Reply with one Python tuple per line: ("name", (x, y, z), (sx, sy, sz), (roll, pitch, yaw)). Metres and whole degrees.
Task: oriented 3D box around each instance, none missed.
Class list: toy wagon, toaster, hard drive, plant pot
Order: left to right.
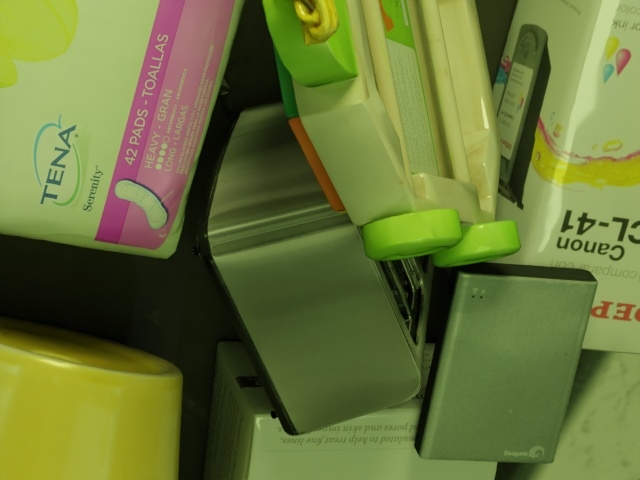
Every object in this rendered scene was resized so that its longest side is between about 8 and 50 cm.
("plant pot", (-0.194, 0.179, 1.165), (0.254, 0.254, 0.239), (13, 93, -21))
("toaster", (0.000, 0.000, 1.165), (0.110, 0.168, 0.185), (-14, 121, 16))
("toy wagon", (0.031, -0.121, 1.049), (0.068, 0.344, 0.267), (-13, 83, 21))
("hard drive", (0.118, 0.080, 1.187), (0.094, 0.022, 0.135), (4, 114, -15))

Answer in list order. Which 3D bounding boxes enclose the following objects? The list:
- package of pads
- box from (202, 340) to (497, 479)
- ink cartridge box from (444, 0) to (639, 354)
("package of pads", (-0.168, -0.146, 1.102), (0.229, 0.101, 0.296), (10, 109, -20))
("box", (0.016, 0.173, 1.280), (0.181, 0.119, 0.181), (1, 112, -17))
("ink cartridge box", (0.238, -0.082, 1.230), (0.226, 0.131, 0.306), (7, 110, -18))
